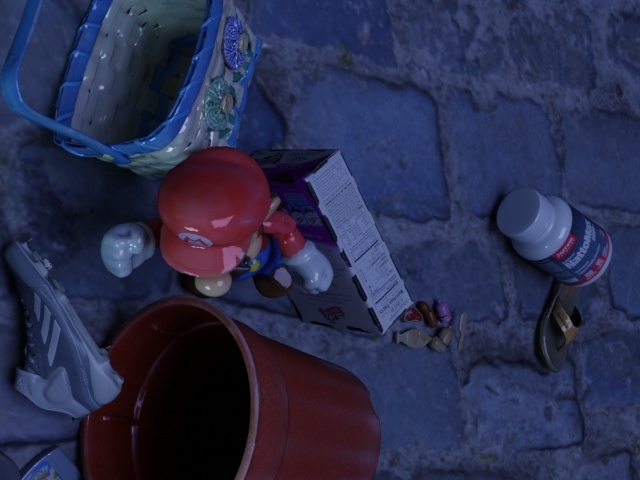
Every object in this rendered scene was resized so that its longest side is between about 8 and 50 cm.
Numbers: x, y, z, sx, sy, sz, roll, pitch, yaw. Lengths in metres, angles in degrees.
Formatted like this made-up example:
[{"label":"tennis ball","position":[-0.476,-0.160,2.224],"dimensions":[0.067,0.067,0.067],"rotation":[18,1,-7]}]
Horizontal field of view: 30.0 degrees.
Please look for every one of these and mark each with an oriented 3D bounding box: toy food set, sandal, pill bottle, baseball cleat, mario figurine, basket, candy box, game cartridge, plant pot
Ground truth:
[{"label":"toy food set","position":[0.156,0.120,1.720],"dimensions":[0.122,0.019,0.078],"rotation":[14,83,-33]},{"label":"sandal","position":[0.393,0.122,1.903],"dimensions":[0.072,0.049,0.180],"rotation":[29,73,-38]},{"label":"pill bottle","position":[0.354,-0.008,1.825],"dimensions":[0.180,0.108,0.108],"rotation":[29,74,-38]},{"label":"baseball cleat","position":[-0.301,0.104,1.286],"dimensions":[0.109,0.072,0.206],"rotation":[-34,99,-7]},{"label":"mario figurine","position":[-0.109,0.024,1.294],"dimensions":[0.198,0.320,0.170],"rotation":[-36,77,-4]},{"label":"basket","position":[-0.200,-0.203,1.268],"dimensions":[0.289,0.201,0.255],"rotation":[29,66,-46]},{"label":"candy box","position":[0.000,0.000,1.484],"dimensions":[0.071,0.159,0.233],"rotation":[-41,118,-30]},{"label":"game cartridge","position":[-0.309,0.271,1.325],"dimensions":[0.083,0.017,0.056],"rotation":[-48,117,-28]},{"label":"plant pot","position":[-0.085,0.220,1.371],"dimensions":[0.265,0.272,0.272],"rotation":[19,80,-48]}]

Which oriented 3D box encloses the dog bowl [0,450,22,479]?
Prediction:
[{"label":"dog bowl","position":[-0.405,0.337,1.089],"dimensions":[0.349,0.102,0.349],"rotation":[1,86,-14]}]
